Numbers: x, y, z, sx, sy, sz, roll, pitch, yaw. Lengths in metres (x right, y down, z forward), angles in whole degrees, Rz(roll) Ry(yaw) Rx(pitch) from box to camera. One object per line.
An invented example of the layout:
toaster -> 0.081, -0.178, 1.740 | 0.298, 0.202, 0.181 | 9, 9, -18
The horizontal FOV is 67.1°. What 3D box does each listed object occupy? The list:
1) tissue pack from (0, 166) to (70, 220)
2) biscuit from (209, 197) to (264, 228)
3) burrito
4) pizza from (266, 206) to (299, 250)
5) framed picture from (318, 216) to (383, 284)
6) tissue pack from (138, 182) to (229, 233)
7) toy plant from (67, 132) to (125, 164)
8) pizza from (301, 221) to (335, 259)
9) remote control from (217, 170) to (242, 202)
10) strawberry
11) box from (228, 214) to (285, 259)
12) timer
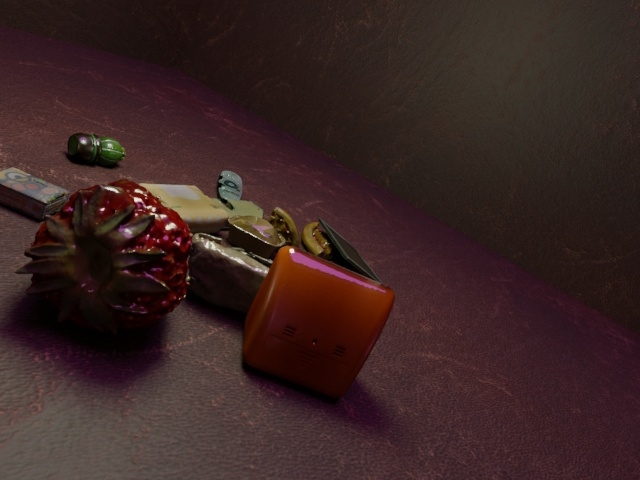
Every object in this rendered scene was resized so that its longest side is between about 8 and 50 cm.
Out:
tissue pack -> -0.681, -0.111, 1.117 | 0.148, 0.060, 0.109 | 24, 21, -5
biscuit -> -0.282, -0.091, 1.591 | 0.147, 0.046, 0.250 | 36, 22, 29
burrito -> -0.143, 0.105, 1.090 | 0.347, 0.175, 0.107 | 24, 45, -9
pizza -> -0.132, -0.013, 1.505 | 0.175, 0.134, 0.046 | 62, 22, -17
framed picture -> 0.106, 0.047, 1.668 | 0.231, 0.018, 0.293 | 39, 10, -33
tissue pack -> -0.396, -0.089, 1.376 | 0.186, 0.090, 0.222 | 38, 23, 24
toy plant -> -0.689, -0.281, 1.498 | 0.093, 0.093, 0.162 | 39, 20, 31
pizza -> -0.005, -0.001, 1.698 | 0.134, 0.056, 0.271 | 26, 19, -3
remote control -> -0.340, -0.198, 1.796 | 0.097, 0.045, 0.256 | 20, 24, -16
strawberry -> -0.357, 0.029, 0.922 | 0.292, 0.292, 0.343 | 27, 5, 3
box -> -0.193, -0.018, 1.432 | 0.177, 0.111, 0.111 | 28, 19, 4
timer -> -0.009, 0.161, 0.988 | 0.257, 0.250, 0.161 | 23, 20, -8
